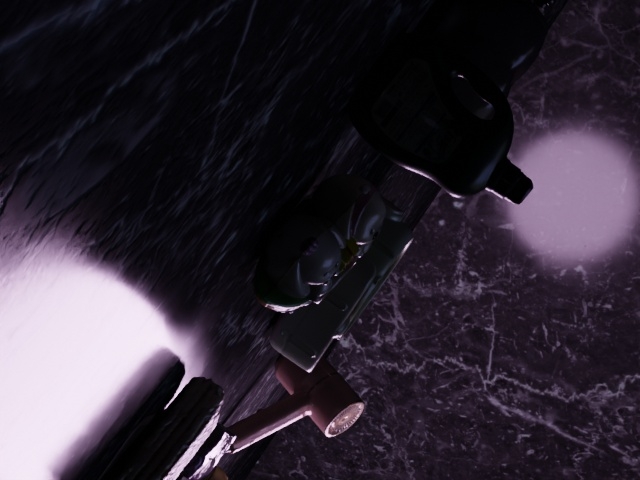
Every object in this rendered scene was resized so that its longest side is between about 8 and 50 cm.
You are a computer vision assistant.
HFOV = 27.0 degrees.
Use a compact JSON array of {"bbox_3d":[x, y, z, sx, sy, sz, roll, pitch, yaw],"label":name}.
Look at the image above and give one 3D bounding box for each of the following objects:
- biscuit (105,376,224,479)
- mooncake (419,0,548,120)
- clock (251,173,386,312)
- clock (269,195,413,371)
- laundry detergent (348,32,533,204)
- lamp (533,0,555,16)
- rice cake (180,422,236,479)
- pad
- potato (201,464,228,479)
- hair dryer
[{"bbox_3d":[-0.210,0.281,1.701,0.239,0.062,0.108,-52,171,-33],"label":"biscuit"},{"bbox_3d":[0.180,-0.221,1.678,0.245,0.133,0.245,-54,-179,2],"label":"mooncake"},{"bbox_3d":[0.000,0.000,1.605,0.231,0.103,0.144,-48,180,-37],"label":"clock"},{"bbox_3d":[0.054,0.051,2.258,0.324,0.109,0.265,-48,170,-50],"label":"clock"},{"bbox_3d":[0.151,-0.127,1.496,0.144,0.222,0.078,-54,173,-9],"label":"laundry detergent"},{"bbox_3d":[0.249,-0.294,1.890,0.253,0.118,0.118,-59,173,14],"label":"lamp"},{"bbox_3d":[-0.199,0.358,2.279,0.106,0.050,0.298,-53,174,-7],"label":"rice cake"},{"bbox_3d":[-0.254,0.294,1.734,0.176,0.002,0.266,-54,174,-1],"label":"pad"},{"bbox_3d":[-0.229,0.496,2.463,0.164,0.081,0.200,-44,-178,-25],"label":"potato"},{"bbox_3d":[-0.097,0.336,2.647,0.344,0.189,0.106,-23,148,-35],"label":"hair dryer"}]
